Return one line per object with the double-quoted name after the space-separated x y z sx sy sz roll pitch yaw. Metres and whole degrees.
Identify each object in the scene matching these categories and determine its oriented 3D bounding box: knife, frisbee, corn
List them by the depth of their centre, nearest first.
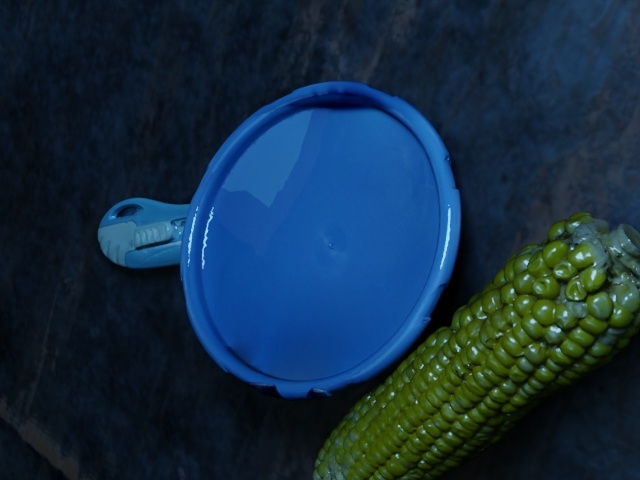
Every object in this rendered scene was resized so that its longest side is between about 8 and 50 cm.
0.106 0.091 0.857 0.320 0.097 0.097 -46 67 36 "corn"
0.000 0.000 0.940 0.242 0.045 0.242 -10 71 29 "frisbee"
-0.112 -0.013 1.063 0.222 0.031 0.064 -9 85 40 "knife"
